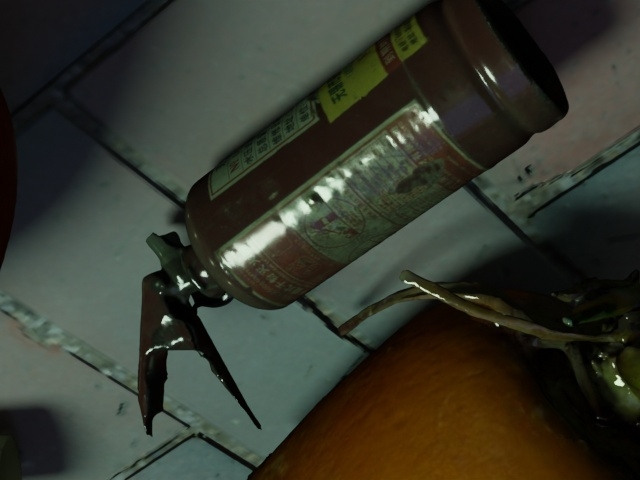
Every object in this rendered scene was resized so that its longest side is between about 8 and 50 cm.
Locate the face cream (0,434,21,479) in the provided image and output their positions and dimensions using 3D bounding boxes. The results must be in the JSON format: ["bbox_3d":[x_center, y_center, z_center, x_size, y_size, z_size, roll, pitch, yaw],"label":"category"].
[{"bbox_3d":[-0.280,0.139,0.679,0.224,0.070,0.114,1,132,-1],"label":"face cream"}]

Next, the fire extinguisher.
[{"bbox_3d":[-0.005,-0.004,0.567,0.252,0.106,0.075,-35,146,19],"label":"fire extinguisher"}]

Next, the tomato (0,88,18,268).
[{"bbox_3d":[-0.255,0.004,0.441,0.299,0.226,0.298,-5,135,-5],"label":"tomato"}]

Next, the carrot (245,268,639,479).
[{"bbox_3d":[0.088,0.126,0.653,0.331,0.214,0.193,-41,157,28],"label":"carrot"}]
